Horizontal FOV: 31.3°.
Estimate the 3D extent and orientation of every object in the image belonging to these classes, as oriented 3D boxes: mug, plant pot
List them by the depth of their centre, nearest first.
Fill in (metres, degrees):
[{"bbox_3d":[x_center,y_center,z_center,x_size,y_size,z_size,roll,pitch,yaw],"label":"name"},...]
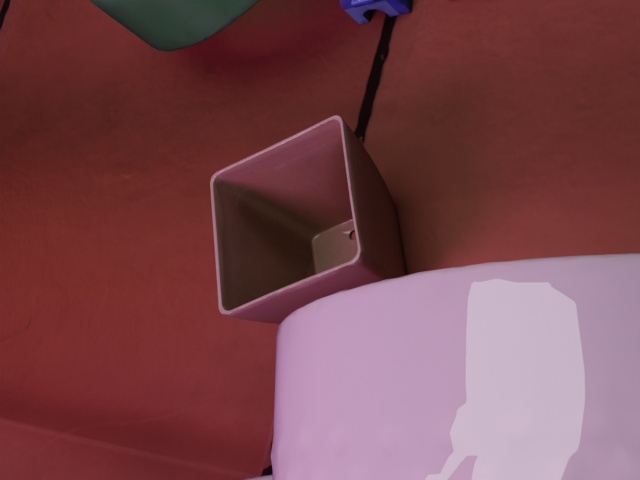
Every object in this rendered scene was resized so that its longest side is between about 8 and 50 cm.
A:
[{"bbox_3d":[0.072,0.202,0.493,0.374,0.276,0.328,-6,73,19],"label":"mug"},{"bbox_3d":[0.000,0.000,0.770,0.109,0.096,0.109,-23,57,26],"label":"plant pot"}]

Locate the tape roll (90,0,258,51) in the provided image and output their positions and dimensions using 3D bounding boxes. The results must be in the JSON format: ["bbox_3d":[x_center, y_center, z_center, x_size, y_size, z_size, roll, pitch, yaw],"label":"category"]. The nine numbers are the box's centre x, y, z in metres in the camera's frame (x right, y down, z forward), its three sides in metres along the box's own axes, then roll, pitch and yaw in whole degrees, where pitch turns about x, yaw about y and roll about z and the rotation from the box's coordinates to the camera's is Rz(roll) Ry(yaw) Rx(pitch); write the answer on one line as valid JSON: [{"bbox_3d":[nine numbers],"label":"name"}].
[{"bbox_3d":[-0.068,-0.304,0.913,0.321,0.077,0.321,-35,37,31],"label":"tape roll"}]

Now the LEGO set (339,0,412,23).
[{"bbox_3d":[0.069,-0.222,0.823,0.227,0.093,0.087,-6,66,34],"label":"LEGO set"}]
